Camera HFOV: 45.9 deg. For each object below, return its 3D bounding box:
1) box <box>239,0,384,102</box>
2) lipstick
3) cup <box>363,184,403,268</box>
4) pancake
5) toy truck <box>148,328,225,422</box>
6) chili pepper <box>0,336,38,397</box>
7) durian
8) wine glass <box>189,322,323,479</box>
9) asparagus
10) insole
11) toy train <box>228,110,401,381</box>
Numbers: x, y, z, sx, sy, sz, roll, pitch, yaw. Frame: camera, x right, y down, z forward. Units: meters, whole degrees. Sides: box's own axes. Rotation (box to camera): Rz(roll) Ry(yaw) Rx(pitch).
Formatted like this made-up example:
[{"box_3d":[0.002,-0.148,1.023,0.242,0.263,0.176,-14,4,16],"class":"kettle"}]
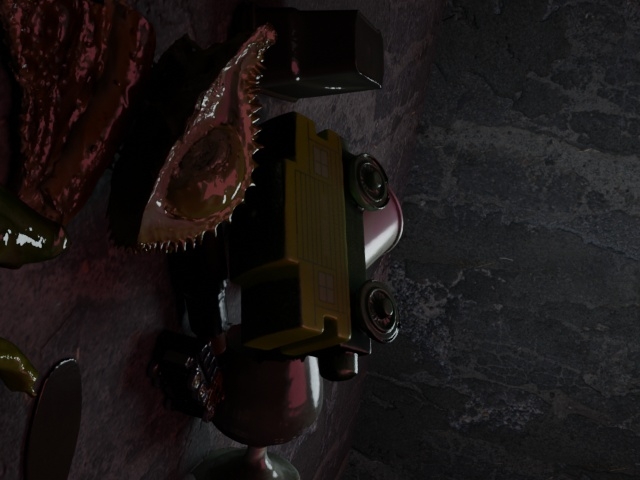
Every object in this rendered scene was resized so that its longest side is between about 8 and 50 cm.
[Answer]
[{"box_3d":[-0.005,-0.305,1.226,0.274,0.178,0.138,-22,110,-74],"class":"box"},{"box_3d":[-0.184,0.071,1.193,0.081,0.081,0.300,-59,158,-45],"class":"lipstick"},{"box_3d":[0.000,0.000,1.533,0.274,0.253,0.253,-48,151,-42],"class":"cup"},{"box_3d":[-0.252,-0.156,0.747,0.244,0.057,0.266,75,34,-62],"class":"pancake"},{"box_3d":[-0.212,0.220,1.237,0.192,0.083,0.092,85,22,-53],"class":"toy truck"},{"box_3d":[-0.340,0.115,0.751,0.049,0.043,0.208,-47,156,-5],"class":"chili pepper"},{"box_3d":[-0.155,-0.123,0.880,0.306,0.172,0.166,-58,168,-5],"class":"durian"},{"box_3d":[-0.115,0.323,1.437,0.238,0.238,0.323,-36,138,-67],"class":"wine glass"},{"box_3d":[-0.306,-0.036,0.628,0.343,0.082,0.085,70,39,-68],"class":"asparagus"},{"box_3d":[-0.349,0.302,0.969,0.111,0.007,0.328,-22,126,-71],"class":"insole"},{"box_3d":[-0.017,0.002,1.245,0.272,0.179,0.442,20,59,-44],"class":"toy train"}]
